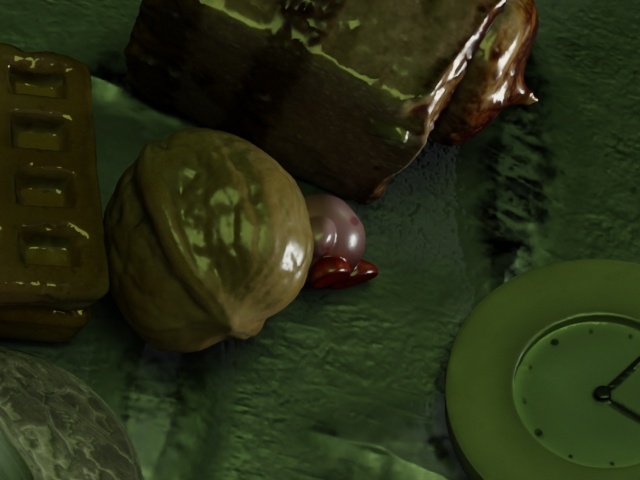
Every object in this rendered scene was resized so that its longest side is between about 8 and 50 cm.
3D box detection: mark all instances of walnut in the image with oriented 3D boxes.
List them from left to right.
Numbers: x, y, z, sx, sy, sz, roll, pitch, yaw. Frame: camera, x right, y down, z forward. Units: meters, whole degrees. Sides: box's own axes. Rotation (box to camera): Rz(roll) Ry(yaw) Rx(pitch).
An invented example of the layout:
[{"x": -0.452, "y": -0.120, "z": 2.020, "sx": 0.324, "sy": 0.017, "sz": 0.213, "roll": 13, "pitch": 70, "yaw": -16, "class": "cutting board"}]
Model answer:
[{"x": -0.083, "y": -0.002, "z": 1.389, "sx": 0.166, "sy": 0.149, "sz": 0.166, "roll": -15, "pitch": 53, "yaw": 22, "class": "walnut"}]

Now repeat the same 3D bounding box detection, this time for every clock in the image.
[{"x": 0.207, "y": 0.117, "z": 1.431, "sx": 0.235, "sy": 0.029, "sz": 0.235, "roll": -1, "pitch": 55, "yaw": 1, "class": "clock"}]

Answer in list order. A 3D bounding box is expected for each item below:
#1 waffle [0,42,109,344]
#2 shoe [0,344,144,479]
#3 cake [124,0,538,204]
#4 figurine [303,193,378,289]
[{"x": -0.318, "y": -0.043, "z": 1.356, "sx": 0.328, "sy": 0.098, "sz": 0.224, "roll": 6, "pitch": 58, "yaw": -22, "class": "waffle"}, {"x": -0.194, "y": 0.206, "z": 1.272, "sx": 0.124, "sy": 0.159, "sz": 0.316, "roll": 17, "pitch": 22, "yaw": -33, "class": "shoe"}, {"x": 0.022, "y": -0.150, "z": 1.476, "sx": 0.293, "sy": 0.196, "sz": 0.198, "roll": 31, "pitch": 61, "yaw": -1, "class": "cake"}, {"x": 0.000, "y": 0.000, "z": 1.450, "sx": 0.067, "sy": 0.083, "sz": 0.071, "roll": -20, "pitch": 80, "yaw": 8, "class": "figurine"}]
